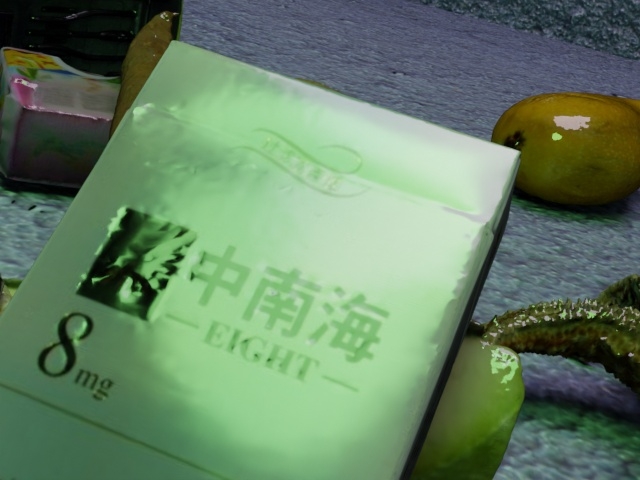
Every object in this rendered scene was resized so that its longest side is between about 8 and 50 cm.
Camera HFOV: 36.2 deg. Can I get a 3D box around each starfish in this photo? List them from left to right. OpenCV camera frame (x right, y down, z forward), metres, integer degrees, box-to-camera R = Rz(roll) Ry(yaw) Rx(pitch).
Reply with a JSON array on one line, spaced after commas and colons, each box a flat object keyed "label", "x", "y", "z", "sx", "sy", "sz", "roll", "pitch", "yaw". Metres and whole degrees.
[{"label": "starfish", "x": 0.254, "y": 0.098, "z": 0.589, "sx": 0.312, "sy": 0.113, "sz": 0.303, "roll": 14, "pitch": 16, "yaw": 25}]

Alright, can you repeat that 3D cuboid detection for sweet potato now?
[{"label": "sweet potato", "x": -0.116, "y": -0.056, "z": 0.692, "sx": 0.072, "sy": 0.066, "sz": 0.314, "roll": 29, "pitch": 41, "yaw": -29}]

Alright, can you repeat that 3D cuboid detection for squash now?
[{"label": "squash", "x": -0.060, "y": 0.069, "z": 0.446, "sx": 0.252, "sy": 0.093, "sz": 0.169, "roll": 13, "pitch": -16, "yaw": -9}]

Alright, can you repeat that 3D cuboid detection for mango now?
[{"label": "mango", "x": 0.307, "y": -0.109, "z": 1.140, "sx": 0.177, "sy": 0.120, "sz": 0.295, "roll": 20, "pitch": 18, "yaw": 36}]

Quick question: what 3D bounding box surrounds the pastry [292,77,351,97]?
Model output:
[{"label": "pastry", "x": 0.037, "y": -0.089, "z": 0.957, "sx": 0.258, "sy": 0.089, "sz": 0.121, "roll": 31, "pitch": 14, "yaw": 31}]

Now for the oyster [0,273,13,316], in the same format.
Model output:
[{"label": "oyster", "x": -0.189, "y": 0.071, "z": 0.425, "sx": 0.163, "sy": 0.081, "sz": 0.191, "roll": -18, "pitch": 46, "yaw": -14}]

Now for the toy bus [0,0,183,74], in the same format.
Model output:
[{"label": "toy bus", "x": -0.300, "y": -0.221, "z": 0.975, "sx": 0.151, "sy": 0.145, "sz": 0.331, "roll": 28, "pitch": 25, "yaw": 37}]

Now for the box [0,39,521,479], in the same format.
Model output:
[{"label": "box", "x": -0.037, "y": 0.053, "z": 0.355, "sx": 0.155, "sy": 0.067, "sz": 0.243, "roll": 21, "pitch": 64, "yaw": 12}]

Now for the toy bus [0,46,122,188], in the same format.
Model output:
[{"label": "toy bus", "x": -0.132, "y": -0.086, "z": 0.822, "sx": 0.274, "sy": 0.090, "sz": 0.112, "roll": 5, "pitch": 29, "yaw": -26}]
